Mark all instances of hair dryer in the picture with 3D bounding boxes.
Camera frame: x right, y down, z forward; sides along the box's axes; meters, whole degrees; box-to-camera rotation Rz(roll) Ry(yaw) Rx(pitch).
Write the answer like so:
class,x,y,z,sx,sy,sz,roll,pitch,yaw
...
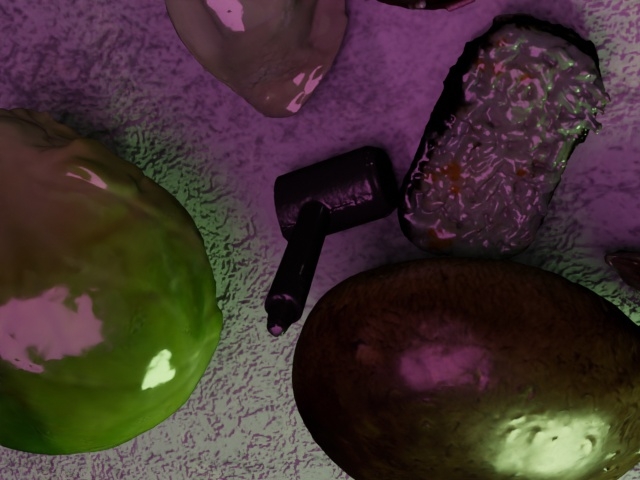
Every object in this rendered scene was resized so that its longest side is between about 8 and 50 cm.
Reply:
class,x,y,z,sx,sy,sz,roll,pitch,yaw
hair dryer,-0.002,0.000,0.996,0.114,0.248,0.070,-17,115,21

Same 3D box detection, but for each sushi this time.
class,x,y,z,sx,sy,sz,roll,pitch,yaw
sushi,0.156,-0.087,0.982,0.136,0.126,0.225,29,115,4

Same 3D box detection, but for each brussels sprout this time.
class,x,y,z,sx,sy,sz,roll,pitch,yaw
brussels sprout,-0.254,0.044,1.096,0.344,0.268,0.344,0,91,7

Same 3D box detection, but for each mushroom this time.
class,x,y,z,sx,sy,sz,roll,pitch,yaw
mushroom,0.140,0.138,0.993,0.345,0.345,0.239,-1,87,17

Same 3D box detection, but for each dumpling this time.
class,x,y,z,sx,sy,sz,roll,pitch,yaw
dumpling,-0.057,-0.227,1.002,0.166,0.126,0.215,-32,86,-2

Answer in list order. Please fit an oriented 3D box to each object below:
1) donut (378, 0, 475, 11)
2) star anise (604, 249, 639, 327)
class,x,y,z,sx,sy,sz,roll,pitch,yaw
donut,0.085,-0.317,0.915,0.270,0.103,0.269,4,110,11
star anise,0.368,0.061,1.007,0.212,0.073,0.196,1,108,19
